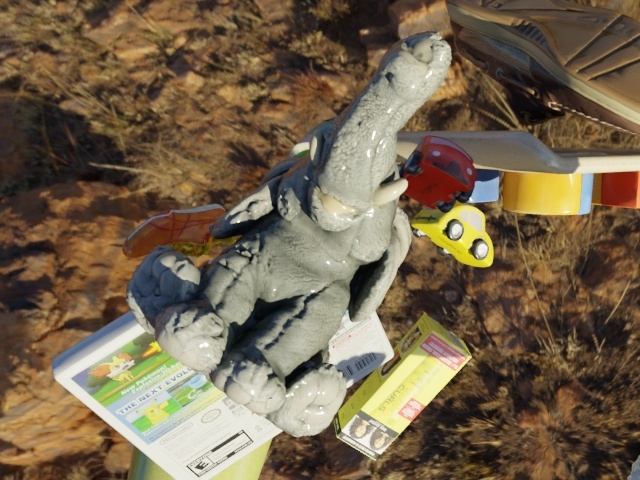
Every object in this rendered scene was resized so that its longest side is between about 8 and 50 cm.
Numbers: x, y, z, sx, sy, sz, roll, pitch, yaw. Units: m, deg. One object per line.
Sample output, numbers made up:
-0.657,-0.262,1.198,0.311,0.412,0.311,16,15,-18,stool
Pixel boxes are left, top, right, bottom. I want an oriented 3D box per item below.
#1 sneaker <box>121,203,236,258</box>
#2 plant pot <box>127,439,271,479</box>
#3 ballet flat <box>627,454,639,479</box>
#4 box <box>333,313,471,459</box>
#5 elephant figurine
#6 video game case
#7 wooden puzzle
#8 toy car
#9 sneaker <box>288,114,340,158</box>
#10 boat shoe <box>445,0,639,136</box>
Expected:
-0.187,-0.006,0.887,0.067,0.175,0.064,53,137,21,sneaker
-0.191,0.323,1.024,0.276,0.276,0.254,1,59,20,plant pot
0.349,0.049,0.342,0.409,0.147,0.147,-25,67,18,ballet flat
0.125,0.231,1.008,0.087,0.058,0.232,36,103,-16,box
0.000,0.000,0.452,0.186,0.169,0.239,18,70,53,elephant figurine
-0.088,0.139,0.770,0.329,0.300,0.036,-32,44,-6,video game case
0.265,-0.080,0.785,0.322,0.348,0.080,18,105,61,wooden puzzle
0.070,-0.061,0.666,0.225,0.239,0.053,21,76,26,toy car
0.009,-0.054,0.997,0.108,0.302,0.121,26,47,15,sneaker
0.275,-0.201,0.760,0.123,0.123,0.342,-32,51,-18,boat shoe
